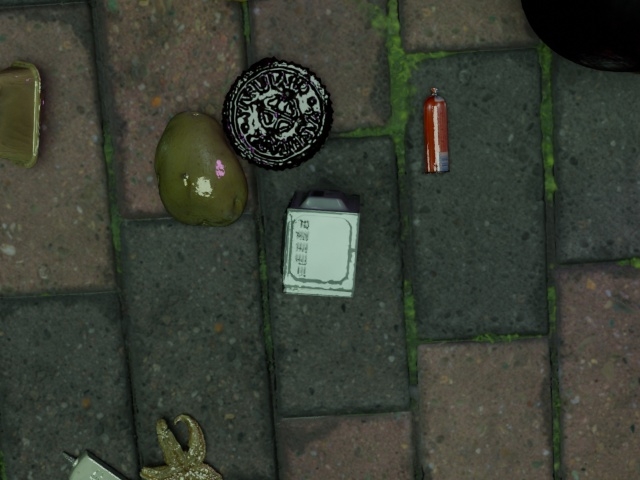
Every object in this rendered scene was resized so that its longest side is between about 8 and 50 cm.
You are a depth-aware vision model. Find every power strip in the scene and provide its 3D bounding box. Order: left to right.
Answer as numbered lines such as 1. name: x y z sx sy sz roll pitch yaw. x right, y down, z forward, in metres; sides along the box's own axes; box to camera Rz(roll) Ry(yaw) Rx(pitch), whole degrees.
1. power strip: -0.364 0.458 1.927 0.253 0.027 0.060 36 99 -5

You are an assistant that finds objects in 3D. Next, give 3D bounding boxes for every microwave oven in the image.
1. microwave oven: 0.000 0.000 1.746 0.122 0.208 0.162 3 100 1

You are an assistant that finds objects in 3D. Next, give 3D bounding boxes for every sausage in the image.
1. sausage: 0.192 -0.184 1.794 0.050 0.048 0.145 4 102 40

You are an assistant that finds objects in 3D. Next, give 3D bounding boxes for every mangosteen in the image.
1. mangosteen: 0.505 -0.420 1.594 0.435 0.382 0.382 20 100 -18

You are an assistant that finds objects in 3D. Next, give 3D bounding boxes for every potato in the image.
1. potato: -0.199 -0.119 1.770 0.157 0.157 0.194 -5 84 2

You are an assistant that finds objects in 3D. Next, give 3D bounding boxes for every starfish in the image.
1. starfish: -0.247 0.417 1.899 0.150 0.053 0.209 4 97 -7

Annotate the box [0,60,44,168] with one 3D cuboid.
1. box: -0.511 -0.210 1.780 0.111 0.111 0.177 6 101 1

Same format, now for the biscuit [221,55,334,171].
1. biscuit: -0.072 -0.209 1.790 0.195 0.053 0.194 0 100 2
